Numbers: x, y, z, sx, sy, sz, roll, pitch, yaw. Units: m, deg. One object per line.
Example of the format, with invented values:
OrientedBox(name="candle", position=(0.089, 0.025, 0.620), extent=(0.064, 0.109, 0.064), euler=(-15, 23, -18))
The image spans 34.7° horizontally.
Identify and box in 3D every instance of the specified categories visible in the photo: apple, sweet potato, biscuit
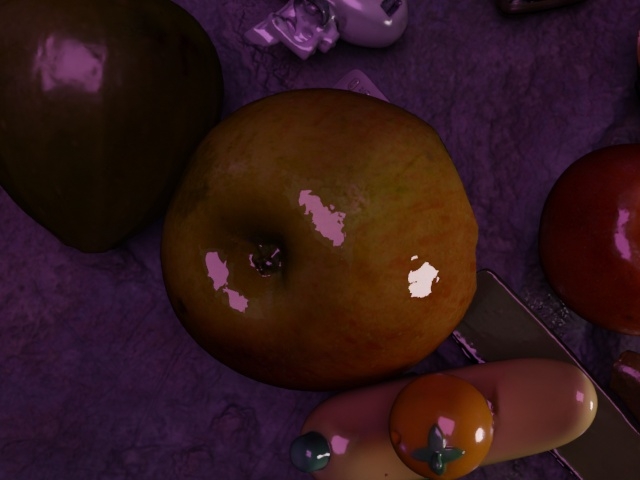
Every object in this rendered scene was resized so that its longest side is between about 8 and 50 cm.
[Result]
OrientedBox(name="apple", position=(0.000, 0.000, 1.091), extent=(0.340, 0.339, 0.339), euler=(-1, 83, 4))
OrientedBox(name="apple", position=(0.351, -0.002, 1.135), extent=(0.218, 0.201, 0.218), euler=(0, 78, -2))
OrientedBox(name="sweet potato", position=(0.418, 0.219, 1.168), extent=(0.077, 0.077, 0.243), euler=(-42, 90, -2))
OrientedBox(name="biscuit", position=(0.266, 0.173, 1.193), extent=(0.099, 0.038, 0.322), euler=(-44, 81, 11))

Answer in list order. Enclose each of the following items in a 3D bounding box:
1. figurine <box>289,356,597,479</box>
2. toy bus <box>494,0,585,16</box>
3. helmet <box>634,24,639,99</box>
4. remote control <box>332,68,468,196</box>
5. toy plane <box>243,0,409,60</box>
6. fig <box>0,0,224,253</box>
OrientedBox(name="figurine", position=(0.131, 0.194, 1.098), extent=(0.324, 0.222, 0.124), euler=(-14, 79, 19))
OrientedBox(name="toy bus", position=(0.249, -0.418, 1.198), extent=(0.139, 0.157, 0.289), euler=(-10, 93, 3))
OrientedBox(name="helmet", position=(0.458, -0.175, 1.182), extent=(0.198, 0.130, 0.224), euler=(-22, 67, -4))
OrientedBox(name="remote control", position=(0.094, -0.108, 1.244), extent=(0.073, 0.044, 0.229), euler=(-45, 74, 17))
OrientedBox(name="toy plane", position=(-0.003, -0.322, 1.236), extent=(0.252, 0.118, 0.252), euler=(5, 69, -13))
OrientedBox(name="fig", position=(-0.257, -0.139, 1.158), extent=(0.316, 0.316, 0.316), euler=(-1, 83, 4))
